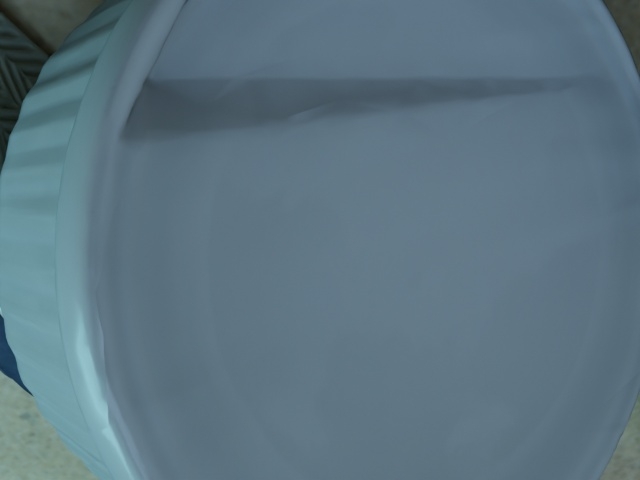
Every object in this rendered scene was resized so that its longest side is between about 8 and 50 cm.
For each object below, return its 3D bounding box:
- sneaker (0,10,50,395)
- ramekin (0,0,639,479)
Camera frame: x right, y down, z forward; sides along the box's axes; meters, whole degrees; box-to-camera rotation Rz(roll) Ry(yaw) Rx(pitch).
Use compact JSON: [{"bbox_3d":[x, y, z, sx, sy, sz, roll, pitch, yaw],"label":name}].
[{"bbox_3d":[-0.197,-0.037,0.602,0.148,0.131,0.350,-25,117,23],"label":"sneaker"},{"bbox_3d":[0.000,0.000,0.557,0.273,0.127,0.272,-2,94,-36],"label":"ramekin"}]
